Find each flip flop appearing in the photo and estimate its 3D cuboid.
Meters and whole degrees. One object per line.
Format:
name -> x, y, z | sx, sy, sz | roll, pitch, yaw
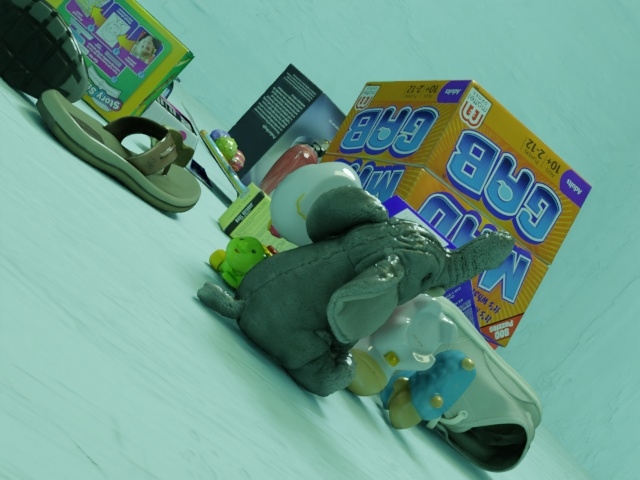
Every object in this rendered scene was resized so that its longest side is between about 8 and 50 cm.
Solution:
flip flop -> -0.225, -0.115, 1.100 | 0.112, 0.080, 0.277 | 46, 5, 36

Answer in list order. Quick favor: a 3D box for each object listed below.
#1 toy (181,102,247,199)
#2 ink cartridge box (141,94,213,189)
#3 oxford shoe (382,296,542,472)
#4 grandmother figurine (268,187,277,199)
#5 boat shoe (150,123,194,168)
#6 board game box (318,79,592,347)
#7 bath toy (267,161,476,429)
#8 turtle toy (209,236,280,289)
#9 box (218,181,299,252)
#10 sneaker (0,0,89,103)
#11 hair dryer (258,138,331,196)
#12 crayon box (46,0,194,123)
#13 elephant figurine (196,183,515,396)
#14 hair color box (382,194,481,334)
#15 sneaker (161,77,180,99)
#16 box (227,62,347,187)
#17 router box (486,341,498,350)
toy -> -0.173, -0.154, 1.726 | 0.237, 0.056, 0.137 | 60, -3, 19
ink cartridge box -> -0.325, -0.249, 1.671 | 0.371, 0.069, 0.176 | 44, 4, -21
oxford shoe -> 0.156, 0.189, 1.283 | 0.449, 0.169, 0.130 | 39, 44, -25
grandmother figurine -> 0.000, 0.000, 1.964 | 0.342, 0.104, 0.208 | 43, -5, -36
boat shoe -> -0.253, -0.160, 1.498 | 0.048, 0.056, 0.153 | 34, 1, 12
board game box -> 0.218, -0.063, 1.761 | 0.356, 0.356, 0.356 | 34, -9, -28
bath toy -> 0.042, 0.063, 1.089 | 0.348, 0.151, 0.129 | 58, -18, -20
turtle toy -> -0.079, 0.033, 1.074 | 0.095, 0.066, 0.130 | 45, 4, 22
box -> -0.047, 0.016, 1.430 | 0.232, 0.087, 0.058 | 40, 5, -23
sneaker -> -0.373, -0.264, 1.085 | 0.267, 0.101, 0.106 | 43, 2, 1
hair dryer -> -0.061, -0.112, 2.043 | 0.080, 0.224, 0.293 | 28, 21, 21
crayon box -> -0.352, -0.321, 1.395 | 0.278, 0.165, 0.081 | 43, 4, -7
elephant figurine -> 0.041, 0.029, 0.911 | 0.169, 0.239, 0.186 | 52, 27, 4
hair color box -> 0.160, 0.114, 1.443 | 0.185, 0.110, 0.339 | 46, -16, 44
sneaker -> -0.377, -0.350, 1.925 | 0.153, 0.099, 0.282 | 40, 2, -16
box -> -0.053, -0.215, 2.243 | 0.296, 0.294, 0.183 | 39, 7, -46
router box -> 0.251, 0.165, 2.178 | 0.301, 0.082, 0.335 | 46, -9, -3
